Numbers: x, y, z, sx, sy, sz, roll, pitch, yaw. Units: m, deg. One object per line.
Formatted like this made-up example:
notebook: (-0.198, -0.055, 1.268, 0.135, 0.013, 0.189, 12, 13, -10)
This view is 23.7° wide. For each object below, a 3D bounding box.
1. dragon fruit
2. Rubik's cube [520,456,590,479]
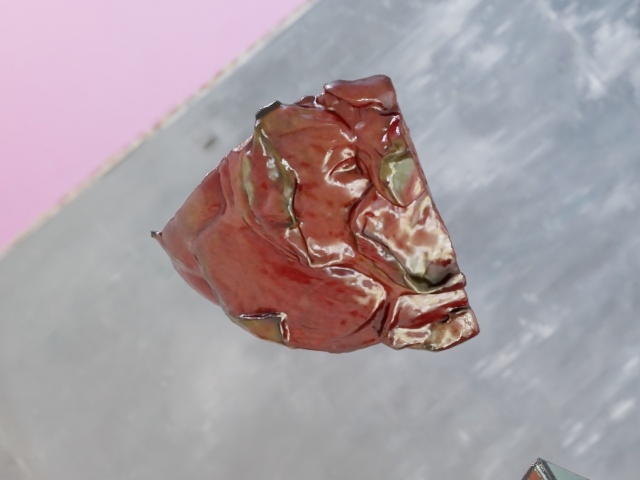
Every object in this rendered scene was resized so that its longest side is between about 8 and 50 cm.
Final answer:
dragon fruit: (0.003, 0.009, 1.463, 0.329, 0.286, 0.228, 106, 144, -72)
Rubik's cube: (0.291, 0.384, 1.725, 0.167, 0.180, 0.183, 25, -162, -23)
